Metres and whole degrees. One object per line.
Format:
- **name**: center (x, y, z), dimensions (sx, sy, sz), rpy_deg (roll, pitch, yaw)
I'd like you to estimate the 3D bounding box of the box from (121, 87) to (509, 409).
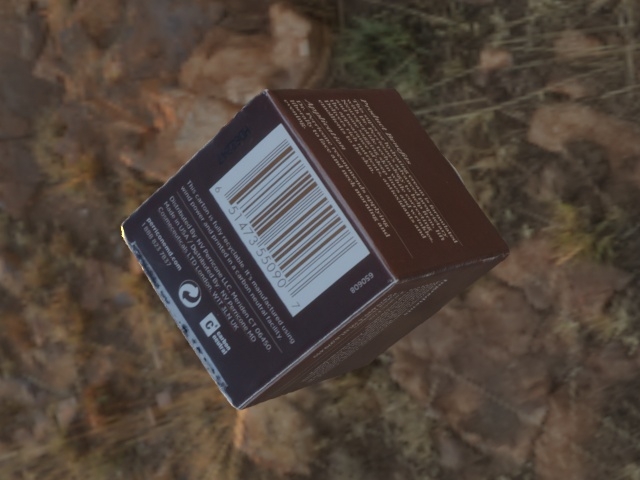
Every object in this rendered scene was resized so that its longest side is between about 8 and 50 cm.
- **box**: center (0.000, 0.000, 1.028), dimensions (0.167, 0.203, 0.168), rpy_deg (-41, 74, 27)
